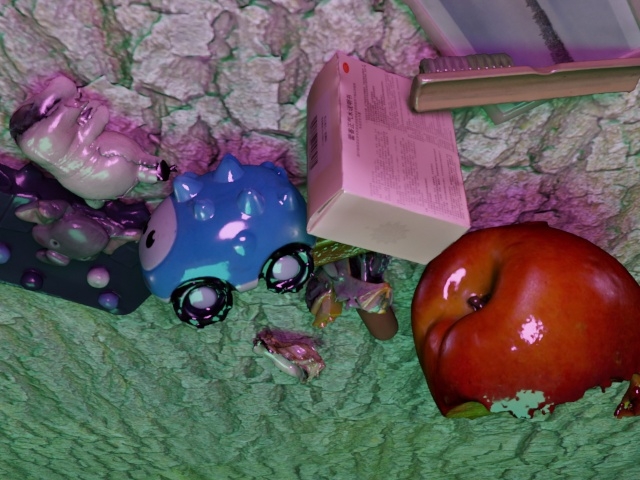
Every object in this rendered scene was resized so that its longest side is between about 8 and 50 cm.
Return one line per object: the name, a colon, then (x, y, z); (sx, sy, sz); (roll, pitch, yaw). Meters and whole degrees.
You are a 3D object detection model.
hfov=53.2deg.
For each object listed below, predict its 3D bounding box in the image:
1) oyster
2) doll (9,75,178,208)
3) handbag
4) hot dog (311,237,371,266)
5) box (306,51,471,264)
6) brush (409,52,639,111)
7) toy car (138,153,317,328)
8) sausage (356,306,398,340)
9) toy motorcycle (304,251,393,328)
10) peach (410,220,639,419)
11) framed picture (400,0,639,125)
oyster: (-0.066, 0.260, 1.410); (0.163, 0.081, 0.191); (19, 149, 18)
doll: (-0.304, -0.115, 0.826); (0.149, 0.095, 0.192); (-26, 136, 27)
handbag: (-0.393, 0.002, 0.983); (0.326, 0.118, 0.269); (20, 140, -31)
hot dog: (0.000, 0.000, 1.031); (0.236, 0.062, 0.092); (-14, 144, 14)
box: (0.072, -0.097, 0.758); (0.168, 0.211, 0.095); (16, 143, -24)
brush: (0.242, -0.191, 0.747); (0.283, 0.048, 0.054); (-5, 149, -6)
toy car: (-0.133, -0.019, 0.884); (0.255, 0.188, 0.190); (-20, 124, -8)
sausage: (0.111, 0.146, 1.247); (0.062, 0.062, 0.154); (-11, 143, 15)
toy motorcycle: (0.047, 0.090, 1.104); (0.094, 0.129, 0.229); (0, 152, -39)
peach: (0.324, 0.127, 0.999); (0.406, 0.309, 0.335); (7, 160, -37)
framed picture: (0.229, -0.256, 0.702); (0.213, 0.016, 0.289); (-24, 140, 30)
